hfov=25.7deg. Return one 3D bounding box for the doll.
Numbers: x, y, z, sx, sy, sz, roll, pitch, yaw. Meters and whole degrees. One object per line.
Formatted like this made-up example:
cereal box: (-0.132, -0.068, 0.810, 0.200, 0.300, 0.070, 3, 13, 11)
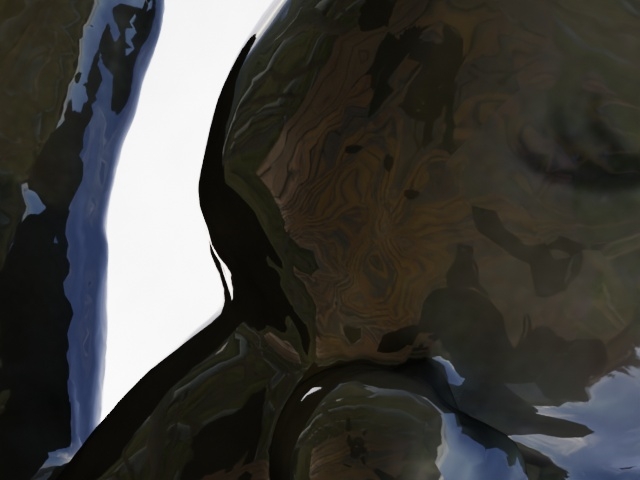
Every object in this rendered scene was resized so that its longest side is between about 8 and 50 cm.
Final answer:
doll: (-0.011, -0.010, 0.440, 0.379, 0.252, 0.382, 24, -97, 11)
